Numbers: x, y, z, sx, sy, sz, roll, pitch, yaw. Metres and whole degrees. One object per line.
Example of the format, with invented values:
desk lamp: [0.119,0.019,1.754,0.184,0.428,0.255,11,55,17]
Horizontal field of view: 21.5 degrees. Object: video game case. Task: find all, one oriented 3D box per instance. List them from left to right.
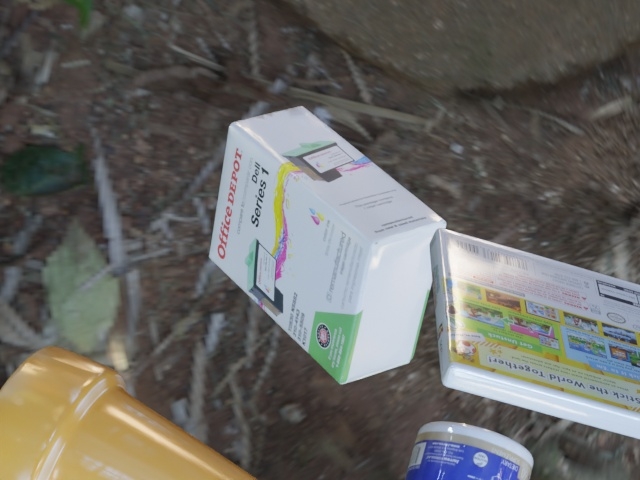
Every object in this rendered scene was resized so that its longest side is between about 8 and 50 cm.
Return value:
video game case: [0.206,0.082,1.438,0.227,0.206,0.026,16,122,-10]

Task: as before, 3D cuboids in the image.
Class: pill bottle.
pill bottle: [0.119,0.269,1.528,0.112,0.112,0.187,13,69,11]

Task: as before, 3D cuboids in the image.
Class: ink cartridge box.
ink cartridge box: [0.000,0.000,1.964,0.278,0.117,0.201,41,133,38]

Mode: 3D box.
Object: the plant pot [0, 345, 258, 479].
plant pot: [-0.152,0.206,1.251,0.188,0.205,0.205,21,94,11]
